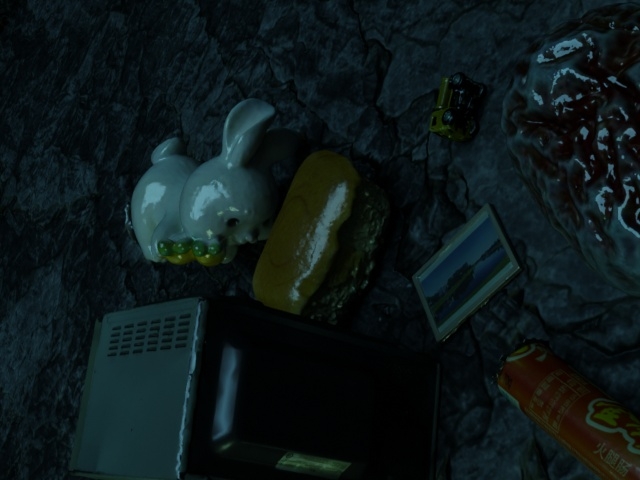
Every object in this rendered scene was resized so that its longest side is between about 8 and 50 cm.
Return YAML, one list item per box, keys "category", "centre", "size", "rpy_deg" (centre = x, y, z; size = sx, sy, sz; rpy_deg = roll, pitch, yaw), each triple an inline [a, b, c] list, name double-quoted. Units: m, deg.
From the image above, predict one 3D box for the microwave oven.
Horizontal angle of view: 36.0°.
- category: "microwave oven"
  centre: [-0.068, 0.196, 1.167]
  size: [0.286, 0.354, 0.219]
  rpy_deg: [-16, 62, 50]

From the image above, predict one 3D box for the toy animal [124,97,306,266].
- category: "toy animal"
  centre: [-0.166, -0.072, 1.569]
  size: [0.310, 0.182, 0.247]
  rpy_deg: [-16, 63, 49]

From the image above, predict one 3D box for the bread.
- category: "bread"
  centre: [0.000, 0.000, 1.370]
  size: [0.174, 0.121, 0.246]
  rpy_deg: [34, 105, 53]

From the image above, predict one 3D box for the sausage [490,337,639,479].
- category: "sausage"
  centre: [0.277, 0.191, 0.951]
  size: [0.264, 0.083, 0.083]
  rpy_deg: [41, 108, 51]

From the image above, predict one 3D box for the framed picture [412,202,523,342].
- category: "framed picture"
  centre: [0.176, 0.040, 1.206]
  size: [0.149, 0.011, 0.109]
  rpy_deg: [-48, 41, 30]

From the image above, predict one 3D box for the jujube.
- category: "jujube"
  centre: [0.305, -0.081, 0.913]
  size: [0.226, 0.226, 0.317]
  rpy_deg: [-55, 37, 22]

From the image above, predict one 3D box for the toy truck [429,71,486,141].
- category: "toy truck"
  centre: [0.174, -0.169, 1.272]
  size: [0.054, 0.049, 0.083]
  rpy_deg: [1, 74, 55]
